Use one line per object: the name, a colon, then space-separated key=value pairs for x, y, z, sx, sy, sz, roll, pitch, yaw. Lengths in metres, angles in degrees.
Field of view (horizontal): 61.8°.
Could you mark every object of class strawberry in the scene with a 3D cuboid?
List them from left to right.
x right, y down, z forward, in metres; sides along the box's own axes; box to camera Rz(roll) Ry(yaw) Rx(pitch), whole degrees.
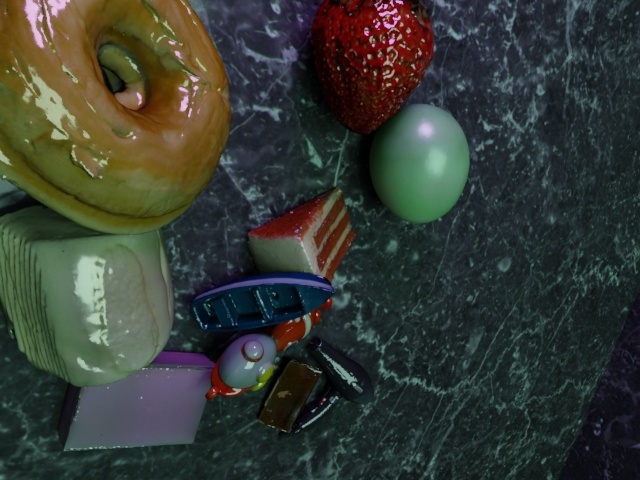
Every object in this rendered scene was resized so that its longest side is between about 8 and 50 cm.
strawberry: x=0.090 y=-0.355 z=1.038 sx=0.250 sy=0.238 sz=0.288 roll=-22 pitch=129 yaw=-49

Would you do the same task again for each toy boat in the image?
toy boat: x=-0.110 y=0.114 z=1.053 sx=0.299 sy=0.062 sz=0.096 roll=-11 pitch=113 yaw=16

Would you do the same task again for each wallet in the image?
wallet: x=-0.074 y=0.366 z=1.268 sx=0.095 sy=0.026 sz=0.176 roll=24 pitch=100 yaw=-15

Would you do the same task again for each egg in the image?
egg: x=0.219 y=-0.168 z=1.197 sx=0.220 sy=0.220 sz=0.270 roll=-19 pitch=125 yaw=-29

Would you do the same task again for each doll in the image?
doll: x=-0.106 y=0.221 z=1.116 sx=0.336 sy=0.105 sz=0.200 roll=-35 pitch=167 yaw=-38

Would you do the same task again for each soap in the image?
soap: x=-0.352 y=0.307 z=1.045 sx=0.259 sy=0.081 sz=0.181 roll=11 pitch=99 yaw=-38

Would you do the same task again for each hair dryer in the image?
hair dryer: x=-0.011 y=0.389 z=1.315 sx=0.272 sy=0.091 sz=0.235 roll=-46 pitch=116 yaw=-9

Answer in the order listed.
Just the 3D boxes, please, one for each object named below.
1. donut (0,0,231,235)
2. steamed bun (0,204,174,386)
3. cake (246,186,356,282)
donut: x=-0.309 y=-0.226 z=0.758 sx=0.449 sy=0.198 sz=0.449 roll=18 pitch=68 yaw=-53
steamed bun: x=-0.352 y=0.070 z=0.889 sx=0.272 sy=0.273 sz=0.290 roll=-29 pitch=125 yaw=-42
cake: x=0.000 y=0.000 z=1.140 sx=0.262 sy=0.159 sz=0.158 roll=-33 pitch=118 yaw=-24
